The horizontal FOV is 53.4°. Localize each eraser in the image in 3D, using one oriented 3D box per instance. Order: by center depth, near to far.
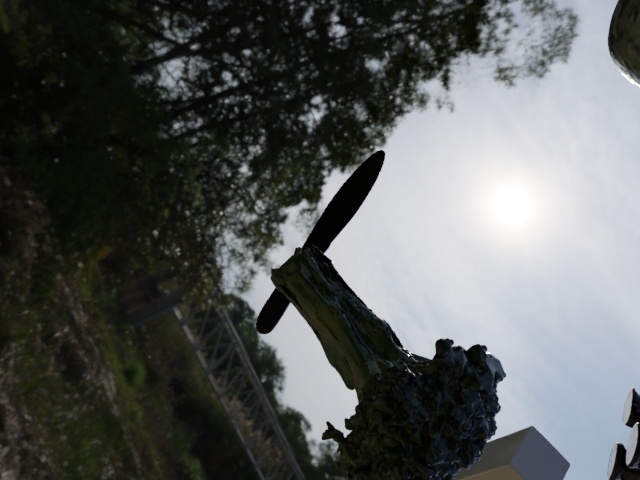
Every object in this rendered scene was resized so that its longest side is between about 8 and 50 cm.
[{"bbox_3d":[0.240,0.369,0.972,0.076,0.078,0.298,46,-37,5],"label":"eraser"}]

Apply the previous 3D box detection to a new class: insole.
[{"bbox_3d":[0.000,0.000,0.930,0.007,0.322,0.109,34,-3,-22],"label":"insole"}]

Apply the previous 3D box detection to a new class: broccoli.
[{"bbox_3d":[0.077,0.121,0.671,0.177,0.198,0.275,-51,-129,25],"label":"broccoli"}]

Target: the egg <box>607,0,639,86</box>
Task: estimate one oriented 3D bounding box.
[{"bbox_3d":[0.255,-0.139,0.365,0.172,0.132,0.132,-11,-72,43],"label":"egg"}]

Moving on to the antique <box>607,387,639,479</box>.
[{"bbox_3d":[0.636,0.329,1.029,0.255,0.185,0.322,15,-30,20],"label":"antique"}]
